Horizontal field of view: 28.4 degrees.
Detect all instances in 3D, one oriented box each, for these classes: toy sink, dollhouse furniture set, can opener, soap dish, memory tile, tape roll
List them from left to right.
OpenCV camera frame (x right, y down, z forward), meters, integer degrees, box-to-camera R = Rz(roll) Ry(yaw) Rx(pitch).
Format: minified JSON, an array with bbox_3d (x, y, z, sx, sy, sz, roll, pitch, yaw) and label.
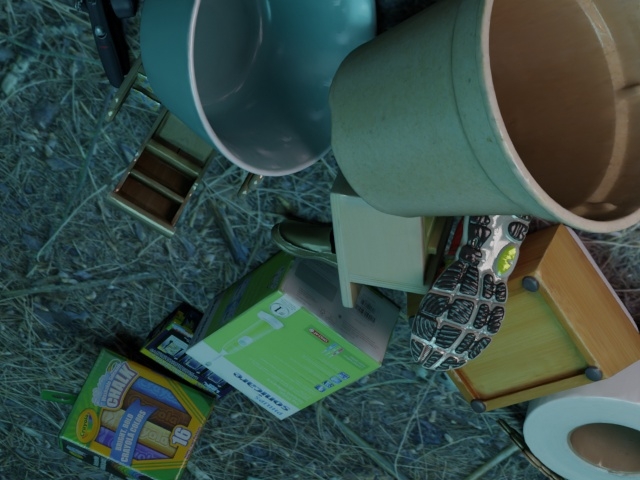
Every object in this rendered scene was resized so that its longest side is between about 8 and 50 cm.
[{"bbox_3d":[-0.283,-0.277,1.695,0.073,0.059,0.186,14,139,11],"label":"can opener"},{"bbox_3d":[-0.192,-0.112,1.683,0.212,0.161,0.242,31,166,-8],"label":"dollhouse furniture set"},{"bbox_3d":[0.103,-0.024,1.719,0.131,0.152,0.234,10,138,15],"label":"toy sink"},{"bbox_3d":[0.279,0.120,1.786,0.291,0.118,0.229,-24,107,43],"label":"soap dish"},{"bbox_3d":[0.345,0.347,2.044,0.012,0.113,0.148,-44,134,5],"label":"memory tile"},{"bbox_3d":[0.453,0.276,1.908,0.286,0.100,0.286,14,145,10],"label":"tape roll"}]

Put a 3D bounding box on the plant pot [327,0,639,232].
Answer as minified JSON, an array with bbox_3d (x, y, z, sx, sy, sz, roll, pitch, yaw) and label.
[{"bbox_3d":[0.184,-0.153,1.439,0.305,0.334,0.334,-12,130,48],"label":"plant pot"}]

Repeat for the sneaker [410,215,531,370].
[{"bbox_3d":[0.205,0.046,1.678,0.107,0.279,0.118,26,180,0],"label":"sneaker"}]

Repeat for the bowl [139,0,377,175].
[{"bbox_3d":[-0.092,-0.240,1.495,0.163,0.311,0.311,15,144,40],"label":"bowl"}]

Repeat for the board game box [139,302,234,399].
[{"bbox_3d":[-0.207,0.195,2.191,0.170,0.048,0.141,35,141,-14],"label":"board game box"}]

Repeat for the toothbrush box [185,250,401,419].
[{"bbox_3d":[-0.046,0.145,2.001,0.206,0.122,0.283,37,138,-16],"label":"toothbrush box"}]

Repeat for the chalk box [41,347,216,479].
[{"bbox_3d":[-0.361,0.318,2.271,0.289,0.179,0.180,26,160,-3],"label":"chalk box"}]

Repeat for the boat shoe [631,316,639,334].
[{"bbox_3d":[0.435,0.129,1.811,0.152,0.056,0.049,3,114,32],"label":"boat shoe"}]

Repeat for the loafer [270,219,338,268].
[{"bbox_3d":[0.000,0.000,1.874,0.148,0.056,0.050,17,140,-8],"label":"loafer"}]
